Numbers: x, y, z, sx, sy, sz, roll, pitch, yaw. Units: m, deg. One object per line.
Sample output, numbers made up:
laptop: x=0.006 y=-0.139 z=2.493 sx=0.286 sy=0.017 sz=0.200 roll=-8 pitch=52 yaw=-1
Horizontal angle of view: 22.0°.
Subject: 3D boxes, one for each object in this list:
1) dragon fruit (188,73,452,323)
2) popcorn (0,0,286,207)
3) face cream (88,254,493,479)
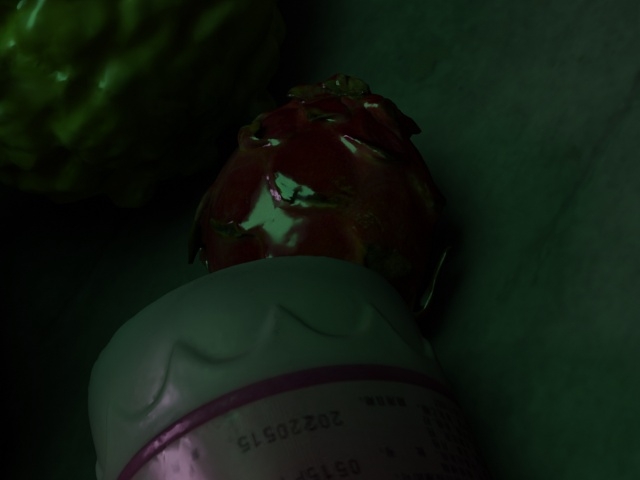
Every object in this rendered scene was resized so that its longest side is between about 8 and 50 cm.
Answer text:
dragon fruit: x=0.000 y=0.000 z=0.852 sx=0.166 sy=0.133 sz=0.136 roll=-62 pitch=9 yaw=-17
popcorn: x=-0.139 y=-0.141 z=0.957 sx=0.249 sy=0.249 sz=0.225 roll=-54 pitch=40 yaw=-2
face cream: x=-0.007 y=0.130 z=0.747 sx=0.175 sy=0.175 sz=0.195 roll=-33 pitch=53 yaw=16
